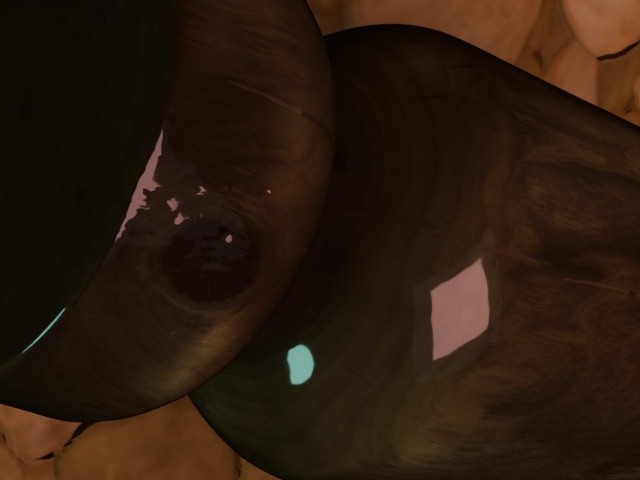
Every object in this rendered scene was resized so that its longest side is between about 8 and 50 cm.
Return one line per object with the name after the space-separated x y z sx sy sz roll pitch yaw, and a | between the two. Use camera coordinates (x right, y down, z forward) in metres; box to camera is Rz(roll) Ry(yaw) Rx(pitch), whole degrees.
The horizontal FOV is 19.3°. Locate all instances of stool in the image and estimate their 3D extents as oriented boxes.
0.000 0.000 0.685 0.264 0.179 0.179 21 94 -35 | stool
